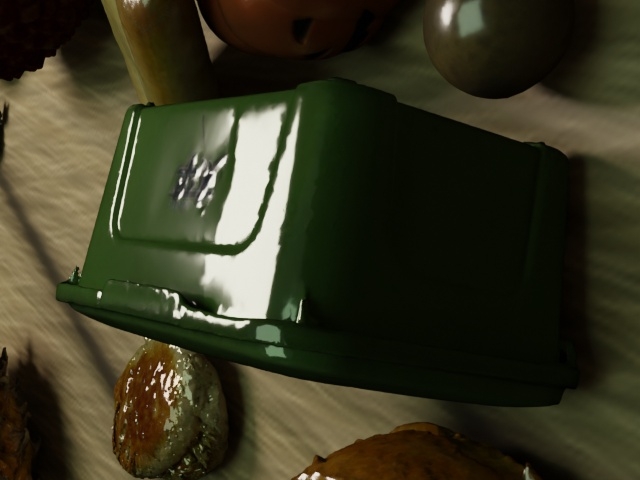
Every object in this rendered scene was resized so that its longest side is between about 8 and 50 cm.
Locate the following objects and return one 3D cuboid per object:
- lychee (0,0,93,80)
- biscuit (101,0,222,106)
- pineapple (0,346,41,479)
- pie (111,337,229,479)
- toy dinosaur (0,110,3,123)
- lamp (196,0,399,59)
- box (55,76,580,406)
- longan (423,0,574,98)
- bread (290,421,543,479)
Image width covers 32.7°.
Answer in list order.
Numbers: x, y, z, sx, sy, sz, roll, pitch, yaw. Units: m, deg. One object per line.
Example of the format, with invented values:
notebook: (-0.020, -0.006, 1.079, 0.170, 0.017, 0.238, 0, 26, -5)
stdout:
lychee: (-0.395, -0.324, 1.233, 0.330, 0.306, 0.306, -2, 90, 29)
biscuit: (-0.135, -0.156, 0.944, 0.291, 0.062, 0.237, 78, 166, -50)
pineapple: (-0.534, 0.275, 1.396, 0.352, 0.352, 0.300, -34, 77, 49)
pie: (-0.158, 0.165, 1.098, 0.193, 0.079, 0.163, -36, 58, 51)
toy dinosaur: (-0.486, -0.138, 1.560, 0.055, 0.049, 0.154, 45, 122, 39)
lamp: (-0.026, -0.228, 0.820, 0.187, 0.164, 0.188, 7, 98, 52)
box: (0.000, 0.000, 0.742, 0.328, 0.252, 0.178, 7, 84, 53)
longan: (0.112, -0.144, 0.696, 0.113, 0.092, 0.113, -175, 90, -78)
bread: (0.052, 0.281, 0.727, 0.312, 0.172, 0.312, -2, 87, 54)
